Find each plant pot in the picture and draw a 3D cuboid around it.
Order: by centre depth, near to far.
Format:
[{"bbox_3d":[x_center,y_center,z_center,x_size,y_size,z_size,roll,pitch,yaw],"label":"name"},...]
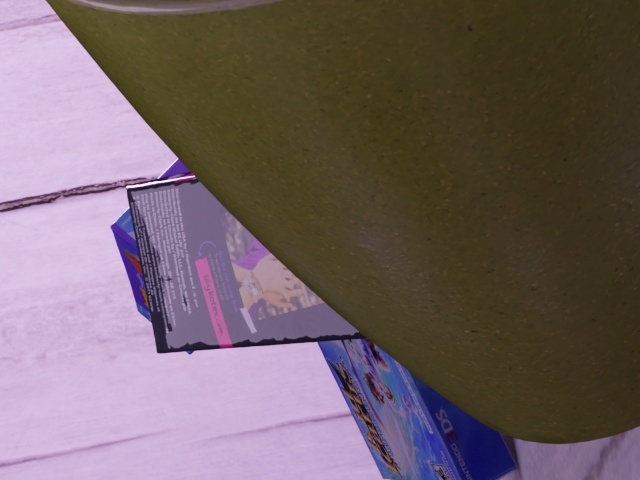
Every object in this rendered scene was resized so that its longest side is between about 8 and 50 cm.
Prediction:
[{"bbox_3d":[0.065,-0.065,0.735,0.275,0.275,0.293,-105,-10,-52],"label":"plant pot"}]

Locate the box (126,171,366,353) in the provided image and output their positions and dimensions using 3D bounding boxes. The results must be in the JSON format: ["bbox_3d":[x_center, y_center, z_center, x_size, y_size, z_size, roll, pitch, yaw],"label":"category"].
[{"bbox_3d":[0.000,0.000,1.452,0.270,0.165,0.143,-7,95,45],"label":"box"}]

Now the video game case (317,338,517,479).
[{"bbox_3d":[0.061,0.103,1.741,0.269,0.061,0.244,64,165,-4],"label":"video game case"}]

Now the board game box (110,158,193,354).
[{"bbox_3d":[-0.049,-0.068,1.834,0.078,0.347,0.233,39,165,15],"label":"board game box"}]
